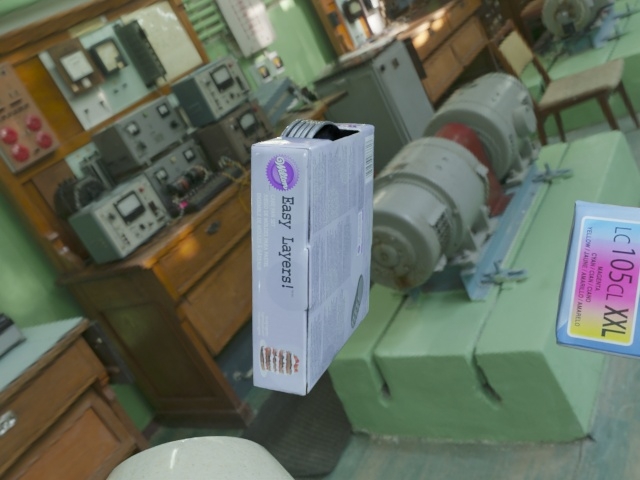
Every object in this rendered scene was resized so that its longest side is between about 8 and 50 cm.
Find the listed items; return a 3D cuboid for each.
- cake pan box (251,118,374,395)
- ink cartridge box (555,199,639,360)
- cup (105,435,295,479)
[{"bbox_3d":[0.000,0.000,0.735,0.070,0.267,0.246,6,17,16],"label":"cake pan box"},{"bbox_3d":[0.459,0.057,0.672,0.395,0.151,0.270,10,4,21],"label":"ink cartridge box"},{"bbox_3d":[-0.109,0.329,0.611,0.331,0.331,0.237,-24,50,10],"label":"cup"}]
